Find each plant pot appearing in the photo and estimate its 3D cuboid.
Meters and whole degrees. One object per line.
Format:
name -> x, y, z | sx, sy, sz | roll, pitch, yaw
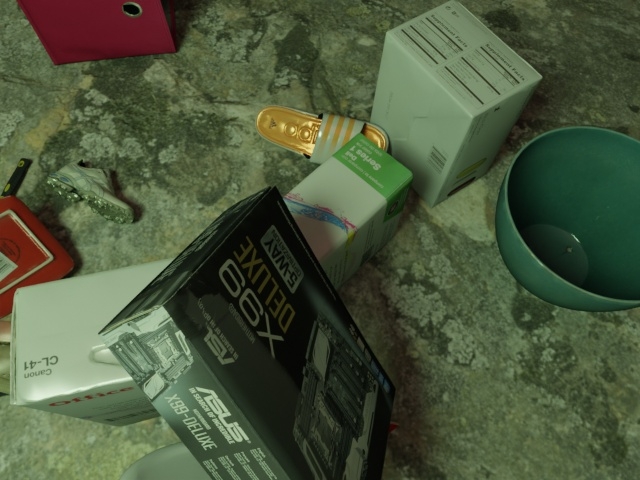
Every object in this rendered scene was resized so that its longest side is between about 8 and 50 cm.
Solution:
plant pot -> 0.406, -0.006, 0.806 | 0.289, 0.195, 0.291 | 1, 64, -2

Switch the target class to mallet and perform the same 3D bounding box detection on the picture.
mallet -> -0.558, -0.068, 0.894 | 0.062, 0.039, 0.190 | 14, 61, 6

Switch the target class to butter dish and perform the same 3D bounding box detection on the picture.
butter dish -> -0.516, 0.037, 0.802 | 0.160, 0.118, 0.160 | 52, 44, -9

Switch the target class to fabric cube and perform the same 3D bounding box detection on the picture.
fabric cube -> -0.449, -0.544, 1.004 | 0.257, 0.254, 0.259 | -8, 65, -6

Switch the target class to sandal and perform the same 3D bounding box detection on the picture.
sandal -> -0.010, -0.188, 0.929 | 0.265, 0.076, 0.102 | 16, 103, 12

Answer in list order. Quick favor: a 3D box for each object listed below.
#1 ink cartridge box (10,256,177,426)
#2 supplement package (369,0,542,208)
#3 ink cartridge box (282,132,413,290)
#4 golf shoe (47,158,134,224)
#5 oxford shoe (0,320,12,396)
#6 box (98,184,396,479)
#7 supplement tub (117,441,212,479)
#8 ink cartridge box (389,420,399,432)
ink cartridge box -> -0.209, 0.143, 0.652 | 0.225, 0.306, 0.131 | -12, 66, -8
supplement package -> 0.210, -0.223, 0.867 | 0.145, 0.262, 0.204 | -32, 69, -15
ink cartridge box -> 0.000, 0.000, 0.786 | 0.117, 0.201, 0.278 | 42, 70, 17
golf shoe -> -0.394, -0.095, 0.896 | 0.176, 0.069, 0.086 | 27, 60, 10
oxford shoe -> -0.564, 0.190, 0.722 | 0.347, 0.123, 0.130 | -3, 70, -2
box -> -0.037, 0.128, 0.502 | 0.076, 0.242, 0.308 | -23, 107, 24
supplement tub -> -0.130, 0.400, 0.536 | 0.193, 0.193, 0.316 | 5, 97, 0
ink cartridge box -> -0.016, 0.281, 0.688 | 0.230, 0.134, 0.078 | 6, 63, 2
